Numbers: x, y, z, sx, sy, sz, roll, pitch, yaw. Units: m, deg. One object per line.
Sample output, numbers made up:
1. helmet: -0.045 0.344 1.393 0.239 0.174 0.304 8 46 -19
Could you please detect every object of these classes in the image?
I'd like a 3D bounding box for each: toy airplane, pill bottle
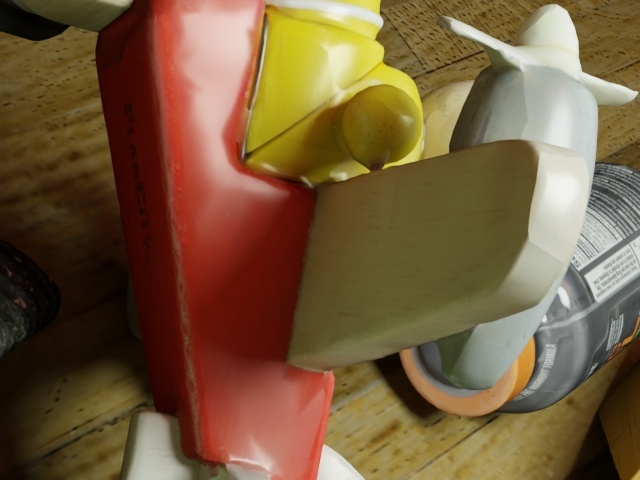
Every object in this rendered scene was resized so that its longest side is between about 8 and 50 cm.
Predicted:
1. toy airplane: 0.000 0.000 0.956 0.272 0.384 0.386 -10 44 -24
2. pill bottle: 0.150 0.038 1.331 0.130 0.130 0.245 53 38 7

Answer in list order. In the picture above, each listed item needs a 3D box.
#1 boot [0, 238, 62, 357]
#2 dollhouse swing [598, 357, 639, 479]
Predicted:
1. boot: -0.230 -0.055 1.032 0.260 0.131 0.348 37 48 -3
2. dollhouse swing: 0.423 0.138 1.318 0.347 0.305 0.315 42 8 -2
